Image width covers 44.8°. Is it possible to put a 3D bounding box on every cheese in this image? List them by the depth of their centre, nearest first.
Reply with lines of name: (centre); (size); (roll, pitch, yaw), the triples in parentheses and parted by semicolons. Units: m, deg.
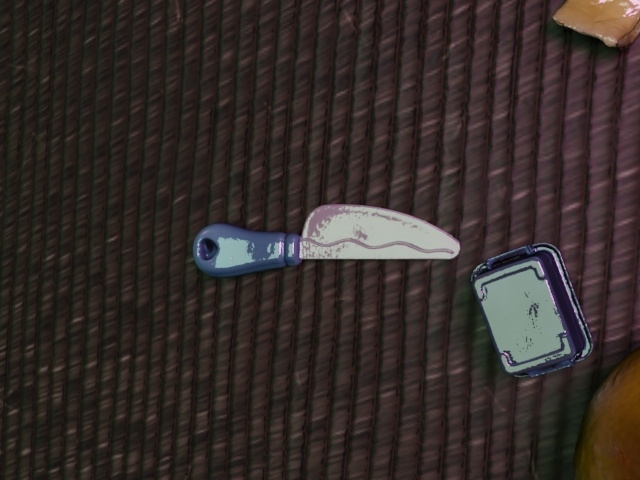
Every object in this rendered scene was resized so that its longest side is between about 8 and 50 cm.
cheese: (0.219, -0.190, 0.573); (0.060, 0.041, 0.084); (33, 119, 27)

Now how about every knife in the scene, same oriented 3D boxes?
knife: (-0.001, -0.002, 0.681); (0.244, 0.032, 0.058); (-6, 80, 19)

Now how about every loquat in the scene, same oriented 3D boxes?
loquat: (0.248, 0.143, 0.511); (0.152, 0.152, 0.195); (44, 98, 17)

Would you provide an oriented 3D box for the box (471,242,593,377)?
box: (0.158, 0.056, 0.595); (0.074, 0.054, 0.099); (-22, 83, 24)
